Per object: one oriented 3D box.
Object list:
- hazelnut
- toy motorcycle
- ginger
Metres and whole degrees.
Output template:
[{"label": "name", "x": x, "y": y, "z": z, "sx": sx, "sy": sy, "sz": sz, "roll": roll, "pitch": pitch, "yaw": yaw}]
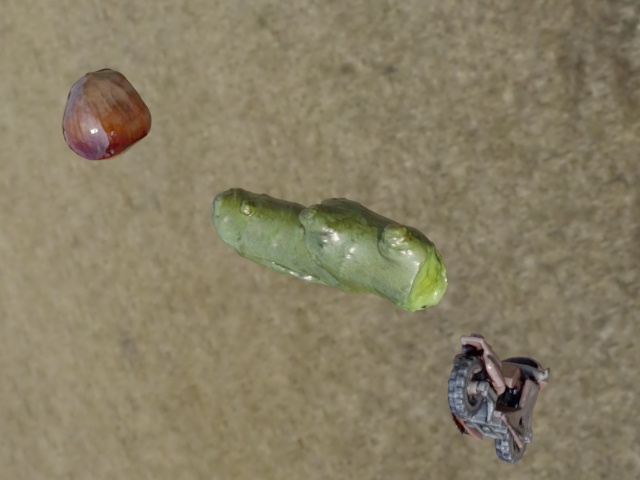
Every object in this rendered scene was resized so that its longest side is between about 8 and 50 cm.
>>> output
[{"label": "hazelnut", "x": -0.191, "y": -0.111, "z": 1.196, "sx": 0.086, "sy": 0.086, "sz": 0.086, "roll": 48, "pitch": 149, "yaw": 43}, {"label": "toy motorcycle", "x": 0.189, "y": 0.159, "z": 1.459, "sx": 0.084, "sy": 0.118, "sz": 0.212, "roll": 8, "pitch": 158, "yaw": 31}, {"label": "ginger", "x": 0.005, "y": 0.000, "z": 1.362, "sx": 0.290, "sy": 0.137, "sz": 0.089, "roll": 15, "pitch": 86, "yaw": 49}]
